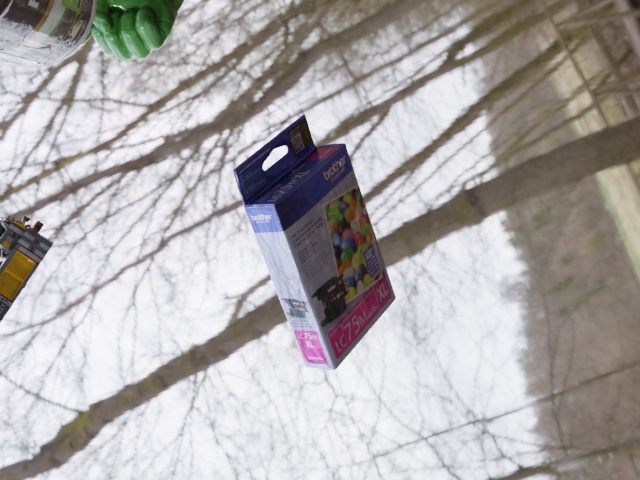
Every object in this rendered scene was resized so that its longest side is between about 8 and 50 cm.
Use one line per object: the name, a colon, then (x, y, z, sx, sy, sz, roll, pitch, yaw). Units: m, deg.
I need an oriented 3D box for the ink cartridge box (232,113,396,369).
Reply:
ink cartridge box: (0.000, 0.000, 1.201, 0.186, 0.065, 0.311, -44, -59, -44)

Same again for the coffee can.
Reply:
coffee can: (-0.433, -0.339, 1.134, 0.275, 0.202, 0.201, -52, -63, -83)

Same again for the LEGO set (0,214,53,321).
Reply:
LEGO set: (-0.594, 0.012, 1.446, 0.255, 0.331, 0.192, 35, -113, -17)

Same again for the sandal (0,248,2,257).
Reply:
sandal: (-0.417, -0.006, 0.931, 0.067, 0.179, 0.040, 25, -105, -64)

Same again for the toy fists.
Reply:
toy fists: (-0.377, -0.396, 1.498, 0.096, 0.279, 0.142, 57, -127, -69)
